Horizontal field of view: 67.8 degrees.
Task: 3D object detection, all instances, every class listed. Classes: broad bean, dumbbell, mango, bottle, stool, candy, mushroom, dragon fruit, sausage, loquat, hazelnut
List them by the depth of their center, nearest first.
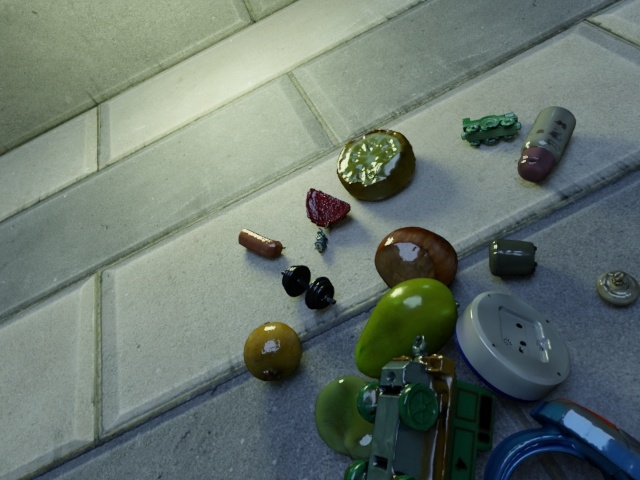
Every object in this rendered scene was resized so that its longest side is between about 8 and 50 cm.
[{"bbox_3d":[0.660,0.098,1.054,0.085,0.079,0.085,-8,50,10],"label":"mushroom"},{"bbox_3d":[0.078,0.393,1.060,0.227,0.100,0.169,23,59,38],"label":"broad bean"},{"bbox_3d":[0.200,0.204,1.095,0.273,0.185,0.149,-59,33,22],"label":"mango"},{"bbox_3d":[0.473,0.043,1.175,0.110,0.096,0.096,1,53,17],"label":"stool"},{"bbox_3d":[-0.121,0.283,1.210,0.162,0.137,0.163,-2,50,2],"label":"loquat"},{"bbox_3d":[0.244,0.053,1.219,0.214,0.177,0.215,8,47,-9],"label":"hazelnut"},{"bbox_3d":[-0.036,0.129,1.326,0.208,0.099,0.099,26,66,37],"label":"dumbbell"},{"bbox_3d":[0.633,-0.266,1.349,0.109,0.110,0.233,17,62,34],"label":"bottle"},{"bbox_3d":[0.021,-0.088,1.503,0.162,0.083,0.107,25,87,25],"label":"dragon fruit"},{"bbox_3d":[-0.185,0.014,1.518,0.169,0.065,0.065,21,64,35],"label":"sausage"},{"bbox_3d":[0.175,-0.246,1.533,0.259,0.118,0.260,-14,49,17],"label":"candy"}]

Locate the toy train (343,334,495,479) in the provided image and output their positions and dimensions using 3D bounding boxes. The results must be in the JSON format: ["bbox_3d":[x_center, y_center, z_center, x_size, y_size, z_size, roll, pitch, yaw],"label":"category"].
[{"bbox_3d":[0.200,0.403,0.910,0.178,0.248,0.430,-27,47,59],"label":"toy train"}]

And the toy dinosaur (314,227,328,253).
[{"bbox_3d":[0.000,0.000,1.452,0.030,0.047,0.083,-8,51,20],"label":"toy dinosaur"}]

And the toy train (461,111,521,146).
[{"bbox_3d":[0.533,-0.354,1.497,0.177,0.071,0.105,-7,39,20],"label":"toy train"}]

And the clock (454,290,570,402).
[{"bbox_3d":[0.398,0.214,0.991,0.230,0.083,0.231,16,41,-15],"label":"clock"}]

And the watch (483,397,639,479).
[{"bbox_3d":[0.440,0.448,0.794,0.305,0.241,0.275,39,84,21],"label":"watch"}]
